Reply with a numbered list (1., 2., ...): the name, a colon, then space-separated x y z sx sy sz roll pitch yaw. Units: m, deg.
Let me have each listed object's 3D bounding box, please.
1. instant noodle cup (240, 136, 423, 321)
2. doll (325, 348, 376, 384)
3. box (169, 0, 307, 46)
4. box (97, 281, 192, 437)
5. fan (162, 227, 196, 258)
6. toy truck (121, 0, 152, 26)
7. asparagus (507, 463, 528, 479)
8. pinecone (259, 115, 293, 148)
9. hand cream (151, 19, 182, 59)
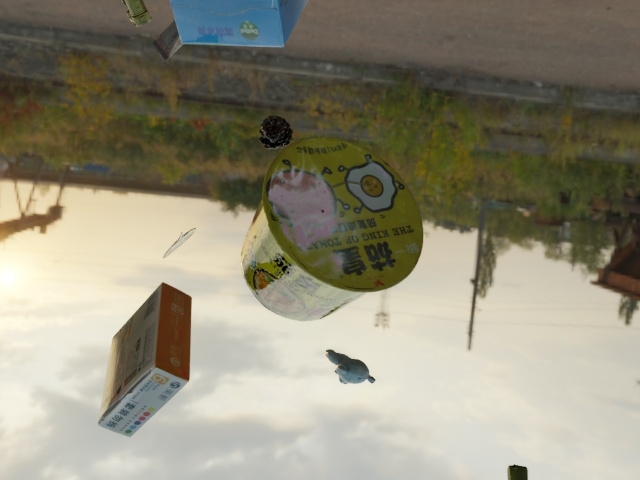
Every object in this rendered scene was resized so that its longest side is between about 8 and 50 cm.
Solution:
1. instant noodle cup: 0.000 0.000 1.358 0.326 0.325 0.254 3 152 -24
2. doll: 0.061 0.341 1.860 0.120 0.075 0.180 22 172 -27
3. box: -0.091 -0.329 0.901 0.139 0.073 0.194 5 -134 14
4. box: -0.375 0.254 1.511 0.091 0.221 0.273 33 -153 -27
5. fan: -0.197 0.005 0.959 0.003 0.060 0.080 46 -172 1
6. toy truck: -0.434 -0.549 1.651 0.049 0.083 0.054 -30 -129 -11
7. asparagus: 0.366 0.505 1.288 0.041 0.178 0.045 10 153 -7
8. pinecone: -0.098 -0.238 1.523 0.077 0.077 0.083 6 150 3
9. hand cream: -0.239 -0.437 1.347 0.067 0.210 0.043 51 -173 31
